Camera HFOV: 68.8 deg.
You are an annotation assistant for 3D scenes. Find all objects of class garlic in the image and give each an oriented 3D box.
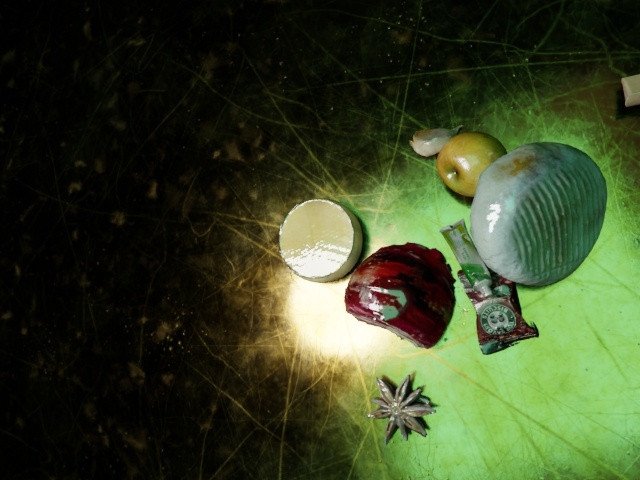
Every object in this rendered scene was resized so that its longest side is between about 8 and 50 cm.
[{"bbox_3d":[0.333,-0.292,1.352,0.152,0.066,0.084,-5,77,22],"label":"garlic"}]

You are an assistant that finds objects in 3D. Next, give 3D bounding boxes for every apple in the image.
[{"bbox_3d":[0.413,-0.207,1.258,0.155,0.182,0.182,-31,69,-18],"label":"apple"}]

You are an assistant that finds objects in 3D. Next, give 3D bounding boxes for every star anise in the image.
[{"bbox_3d":[0.210,0.458,1.278,0.182,0.065,0.195,-38,74,16],"label":"star anise"}]

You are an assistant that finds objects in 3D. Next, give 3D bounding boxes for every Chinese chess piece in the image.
[{"bbox_3d":[0.000,0.000,1.411,0.257,0.104,0.257,-3,80,21],"label":"Chinese chess piece"}]

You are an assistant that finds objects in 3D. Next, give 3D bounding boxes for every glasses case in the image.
[{"bbox_3d":[0.866,-0.389,1.175,0.193,0.070,0.102,-7,51,22],"label":"glasses case"}]

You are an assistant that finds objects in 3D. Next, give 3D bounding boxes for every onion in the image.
[{"bbox_3d":[0.209,0.125,1.292,0.314,0.146,0.280,18,84,27],"label":"onion"}]

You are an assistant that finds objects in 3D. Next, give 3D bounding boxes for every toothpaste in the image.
[{"bbox_3d":[0.399,0.047,1.256,0.078,0.047,0.248,-29,52,15],"label":"toothpaste"}]

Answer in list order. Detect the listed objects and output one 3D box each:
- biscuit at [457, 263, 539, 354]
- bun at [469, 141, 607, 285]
[{"bbox_3d":[0.465,0.170,1.229,0.151,0.063,0.235,-21,78,25],"label":"biscuit"},{"bbox_3d":[0.506,-0.064,1.127,0.362,0.362,0.211,-63,32,2],"label":"bun"}]
